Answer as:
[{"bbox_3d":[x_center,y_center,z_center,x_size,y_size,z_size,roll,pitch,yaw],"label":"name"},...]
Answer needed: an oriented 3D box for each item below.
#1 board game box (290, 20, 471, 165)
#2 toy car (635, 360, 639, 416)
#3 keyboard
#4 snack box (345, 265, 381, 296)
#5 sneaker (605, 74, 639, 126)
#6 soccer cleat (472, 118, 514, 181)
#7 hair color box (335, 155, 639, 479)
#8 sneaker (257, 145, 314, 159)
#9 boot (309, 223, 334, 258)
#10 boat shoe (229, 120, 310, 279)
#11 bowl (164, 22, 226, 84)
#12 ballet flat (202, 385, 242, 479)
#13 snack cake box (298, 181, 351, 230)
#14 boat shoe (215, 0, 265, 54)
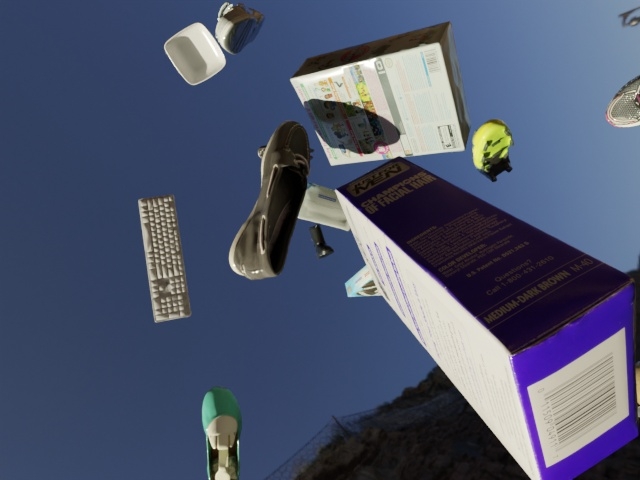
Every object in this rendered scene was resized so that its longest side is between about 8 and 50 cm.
[{"bbox_3d":[0.123,-0.276,0.860,0.224,0.303,0.098,60,-138,-39],"label":"board game box"},{"bbox_3d":[0.556,0.221,0.684,0.148,0.188,0.155,-23,-112,-33],"label":"toy car"},{"bbox_3d":[-0.321,0.034,0.882,0.072,0.014,0.256,-9,-97,-15],"label":"keyboard"},{"bbox_3d":[0.273,0.140,1.555,0.321,0.187,0.060,1,-119,-27],"label":"snack box"},{"bbox_3d":[0.839,-0.379,1.028,0.112,0.299,0.121,-20,-99,-38],"label":"sneaker"},{"bbox_3d":[0.392,-0.226,1.022,0.121,0.093,0.289,61,-162,20],"label":"soccer cleat"},{"bbox_3d":[0.144,0.049,0.456,0.110,0.339,0.185,-29,-59,-6],"label":"hair color box"},{"bbox_3d":[-0.102,-0.265,1.295,0.170,0.051,0.089,9,-146,-8],"label":"sneaker"},{"bbox_3d":[0.001,0.000,1.288,0.045,0.121,0.099,-13,-96,-13],"label":"boot"},{"bbox_3d":[-0.068,-0.081,0.824,0.112,0.095,0.336,37,-115,-49],"label":"boat shoe"},{"bbox_3d":[-0.362,-0.548,1.256,0.142,0.141,0.053,57,-168,-33],"label":"bowl"},{"bbox_3d":[-0.206,0.437,0.922,0.083,0.087,0.248,-5,-73,-17],"label":"ballet flat"},{"bbox_3d":[-0.036,-0.101,1.121,0.152,0.264,0.089,12,-85,-29],"label":"snack cake box"},{"bbox_3d":[-0.246,-0.630,1.246,0.103,0.118,0.321,32,-147,-12],"label":"boat shoe"}]
